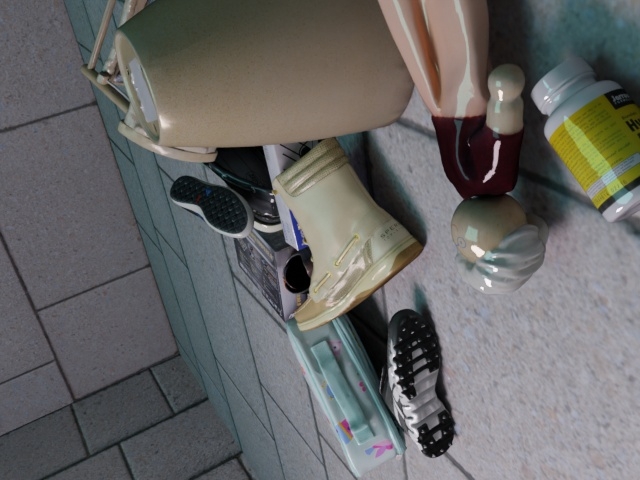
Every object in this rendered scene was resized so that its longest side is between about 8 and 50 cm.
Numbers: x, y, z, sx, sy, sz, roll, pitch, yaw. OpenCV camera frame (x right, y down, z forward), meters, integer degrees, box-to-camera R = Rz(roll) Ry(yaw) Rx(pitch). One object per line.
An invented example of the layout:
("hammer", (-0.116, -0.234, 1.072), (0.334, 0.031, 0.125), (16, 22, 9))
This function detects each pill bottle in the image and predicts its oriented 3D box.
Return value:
("pill bottle", (0.209, -0.077, 0.511), (0.116, 0.065, 0.065), (59, 158, 17))

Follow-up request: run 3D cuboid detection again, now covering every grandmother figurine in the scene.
("grandmother figurine", (0.127, -0.115, 0.616), (0.208, 0.103, 0.343), (-71, -34, -76))

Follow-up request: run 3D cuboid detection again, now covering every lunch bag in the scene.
("lunch bag", (0.043, 0.239, 1.115), (0.279, 0.107, 0.224), (62, 174, 12))

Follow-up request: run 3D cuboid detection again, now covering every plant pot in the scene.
("plant pot", (-0.076, -0.209, 0.773), (0.256, 0.273, 0.257), (49, 153, 37))

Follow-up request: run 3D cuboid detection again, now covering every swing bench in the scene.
("swing bench", (-0.239, -0.301, 1.102), (0.255, 0.165, 0.253), (53, 128, 35))

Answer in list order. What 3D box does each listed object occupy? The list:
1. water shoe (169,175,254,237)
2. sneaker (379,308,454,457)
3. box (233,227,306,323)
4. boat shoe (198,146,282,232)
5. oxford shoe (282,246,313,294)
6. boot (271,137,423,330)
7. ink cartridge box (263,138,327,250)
("water shoe", (-0.173, -0.057, 1.188), (0.203, 0.073, 0.080), (31, 177, 35))
("sneaker", (0.121, 0.195, 0.982), (0.106, 0.078, 0.235), (25, 136, 57))
("box", (-0.110, 0.030, 1.399), (0.231, 0.056, 0.183), (43, 147, 46))
("boat shoe", (-0.160, -0.169, 1.223), (0.340, 0.127, 0.113), (55, 155, 24))
("oxford shoe", (-0.030, 0.047, 1.159), (0.097, 0.098, 0.271), (64, 157, 6))
("boot", (0.000, 0.000, 0.952), (0.203, 0.095, 0.262), (53, 140, 7))
("ink cartridge box", (-0.022, -0.099, 0.999), (0.046, 0.097, 0.207), (33, 140, 56))
